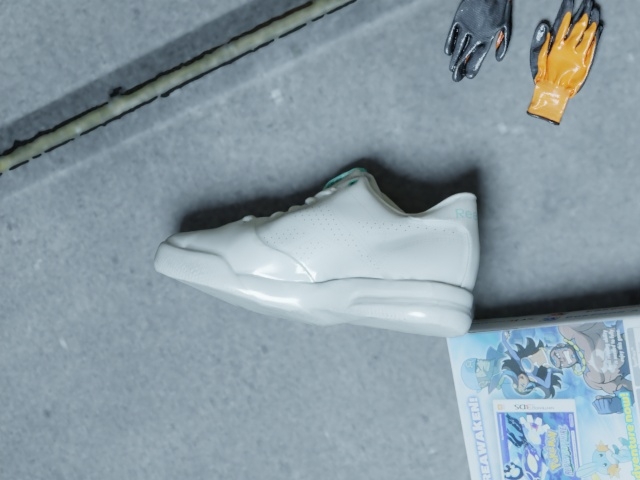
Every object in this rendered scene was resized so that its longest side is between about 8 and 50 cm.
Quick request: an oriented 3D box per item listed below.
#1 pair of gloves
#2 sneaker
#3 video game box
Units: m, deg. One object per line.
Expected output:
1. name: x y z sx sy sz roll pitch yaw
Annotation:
1. pair of gloves: 0.112 -0.111 0.811 0.083 0.010 0.074 28 112 16
2. sneaker: 0.000 0.000 0.859 0.212 0.080 0.094 6 79 30
3. video game box: 0.177 0.138 0.808 0.187 0.048 0.205 -7 95 27
